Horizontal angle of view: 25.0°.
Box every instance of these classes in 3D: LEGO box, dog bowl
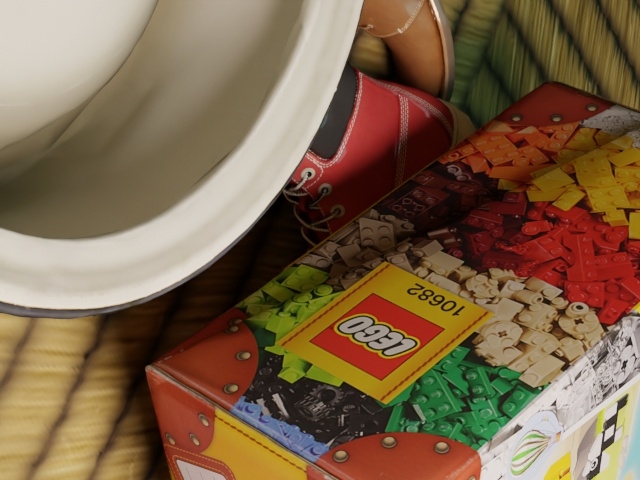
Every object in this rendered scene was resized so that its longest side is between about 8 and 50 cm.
[{"bbox_3d":[0.117,0.204,0.964,0.372,0.193,0.500,-36,136,-33],"label":"LEGO box"},{"bbox_3d":[-0.148,-0.176,0.672,0.408,0.150,0.408,-15,109,-51],"label":"dog bowl"}]

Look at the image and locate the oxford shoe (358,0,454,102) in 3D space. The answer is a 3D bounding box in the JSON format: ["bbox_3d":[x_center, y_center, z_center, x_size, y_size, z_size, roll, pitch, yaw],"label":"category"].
[{"bbox_3d":[0.040,-0.172,1.004,0.076,0.076,0.212,-30,129,-10],"label":"oxford shoe"}]

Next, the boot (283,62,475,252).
[{"bbox_3d":[0.000,0.000,0.973,0.176,0.088,0.244,18,86,-43],"label":"boot"}]
